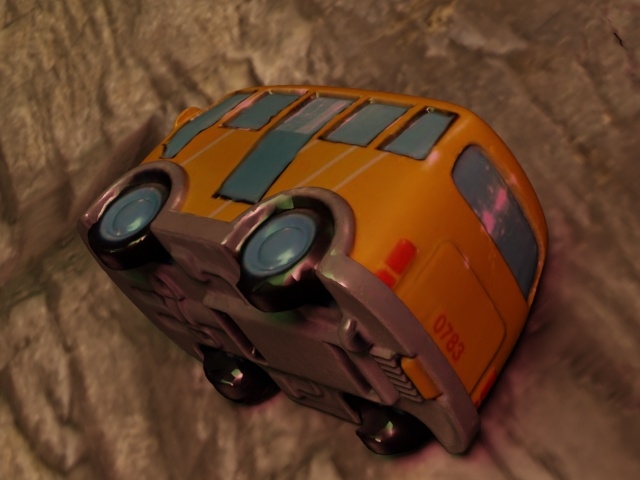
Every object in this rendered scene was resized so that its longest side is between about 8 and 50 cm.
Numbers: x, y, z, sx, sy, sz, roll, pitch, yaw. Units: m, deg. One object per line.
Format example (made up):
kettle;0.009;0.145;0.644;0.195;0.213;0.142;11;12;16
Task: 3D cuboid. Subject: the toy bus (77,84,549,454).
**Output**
toy bus;0.000;0.000;0.633;0.209;0.126;0.136;11;57;46
